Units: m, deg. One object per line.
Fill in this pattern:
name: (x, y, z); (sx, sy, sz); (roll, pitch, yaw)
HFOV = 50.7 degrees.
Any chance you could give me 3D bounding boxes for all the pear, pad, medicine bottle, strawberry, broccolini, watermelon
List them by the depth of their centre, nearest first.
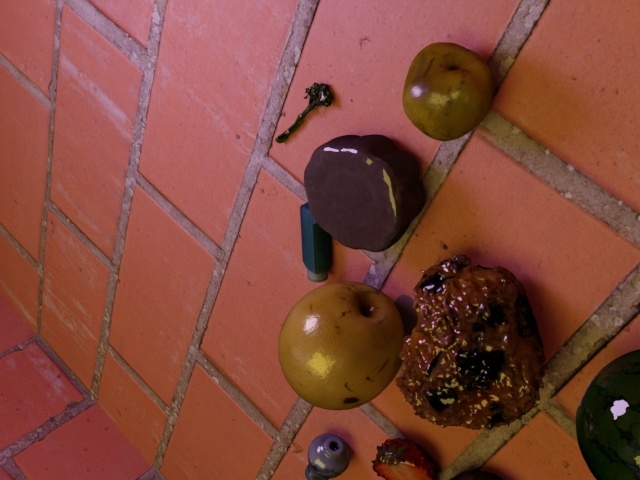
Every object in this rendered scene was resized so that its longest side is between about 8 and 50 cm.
watermelon: (0.681, 0.374, 1.289); (0.363, 0.363, 0.363); (21, 125, 33)
pear: (0.264, -0.306, 1.411); (0.200, 0.200, 0.200); (21, 125, 33)
broccolini: (-0.056, -0.328, 1.783); (0.254, 0.057, 0.071); (-38, 42, 44)
pear: (0.058, 0.275, 1.797); (0.348, 0.348, 0.348); (21, 125, 33)
pad: (0.292, 0.274, 1.830); (0.266, 0.002, 0.176); (39, 133, 20)
medicine bottle: (0.000, 0.000, 1.890); (0.124, 0.079, 0.258); (21, 126, 33)
strawberry: (0.266, 0.666, 2.008); (0.190, 0.111, 0.236); (-12, 127, 35)

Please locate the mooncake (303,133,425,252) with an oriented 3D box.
mooncake: (0.110, -0.126, 1.668); (0.306, 0.154, 0.306); (21, 126, 32)

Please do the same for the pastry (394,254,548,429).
pastry: (0.353, 0.255, 1.555); (0.337, 0.292, 0.405); (16, 106, 21)

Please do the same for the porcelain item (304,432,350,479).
porcelain item: (0.016, 0.732, 2.246); (0.141, 0.141, 0.259); (42, 143, 17)

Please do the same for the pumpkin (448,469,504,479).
pumpkin: (0.430, 0.754, 1.832); (0.260, 0.189, 0.260); (19, 123, 33)
